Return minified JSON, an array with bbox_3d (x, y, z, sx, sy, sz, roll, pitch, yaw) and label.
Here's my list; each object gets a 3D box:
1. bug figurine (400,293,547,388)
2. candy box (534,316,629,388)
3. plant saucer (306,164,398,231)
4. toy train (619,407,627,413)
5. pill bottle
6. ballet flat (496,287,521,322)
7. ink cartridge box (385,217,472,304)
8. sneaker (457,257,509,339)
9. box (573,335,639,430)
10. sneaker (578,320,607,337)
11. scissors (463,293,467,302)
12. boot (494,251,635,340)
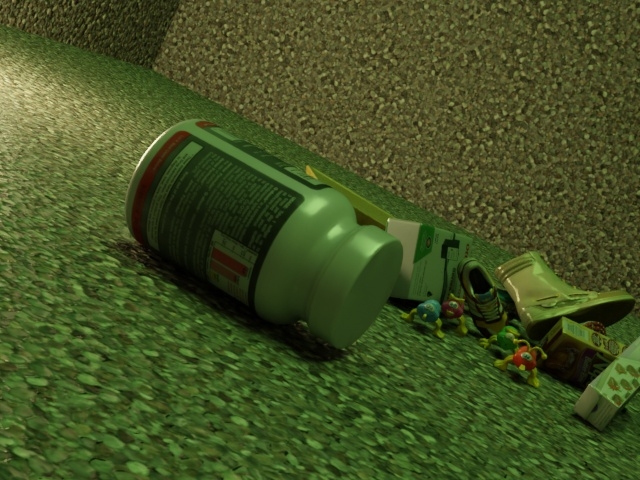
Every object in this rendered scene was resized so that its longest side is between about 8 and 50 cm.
[{"bbox_3d":[0.292,0.166,1.795,0.279,0.072,0.216,26,9,7],"label":"bug figurine"},{"bbox_3d":[0.528,0.234,1.902,0.186,0.109,0.053,23,41,-7],"label":"candy box"},{"bbox_3d":[0.105,-0.032,2.190,0.332,0.081,0.333,31,7,-12],"label":"plant saucer"},{"bbox_3d":[0.549,0.308,1.859,0.083,0.017,0.023,30,0,23],"label":"toy train"},{"bbox_3d":[-0.080,-0.009,1.373,0.363,0.210,0.210,30,10,22],"label":"pill bottle"},{"bbox_3d":[0.402,0.145,2.173,0.241,0.077,0.091,13,17,-43],"label":"ballet flat"},{"bbox_3d":[0.209,0.048,1.932,0.086,0.153,0.208,9,-2,38],"label":"ink cartridge box"},{"bbox_3d":[0.323,0.124,1.912,0.186,0.069,0.084,63,2,-6],"label":"sneaker"},{"bbox_3d":[0.555,0.243,1.749,0.063,0.067,0.324,39,36,21],"label":"box"},{"bbox_3d":[0.551,0.230,2.021,0.092,0.088,0.225,-1,-24,23],"label":"sneaker"},{"bbox_3d":[0.240,0.091,2.217,0.297,0.021,0.109,21,10,-27],"label":"scissors"},{"bbox_3d":[0.532,0.107,2.119,0.261,0.095,0.203,-12,45,-12],"label":"boot"}]
